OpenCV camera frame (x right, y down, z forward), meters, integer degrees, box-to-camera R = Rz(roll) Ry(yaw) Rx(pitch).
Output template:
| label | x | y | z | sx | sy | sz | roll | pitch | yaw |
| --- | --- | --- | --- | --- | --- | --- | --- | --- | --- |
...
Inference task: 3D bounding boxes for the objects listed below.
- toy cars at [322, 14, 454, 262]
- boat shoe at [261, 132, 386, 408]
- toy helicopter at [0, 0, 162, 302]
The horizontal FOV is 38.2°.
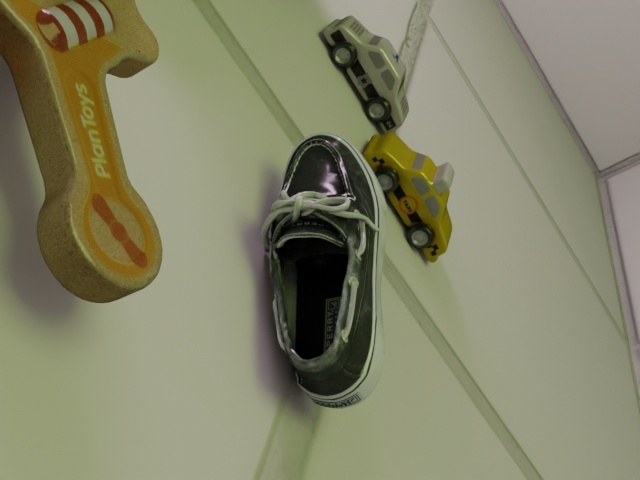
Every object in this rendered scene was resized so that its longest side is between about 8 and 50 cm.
| label | x | y | z | sx | sy | sz | roll | pitch | yaw |
| --- | --- | --- | --- | --- | --- | --- | --- | --- | --- |
| toy cars | 0.115 | -0.163 | 1.315 | 0.176 | 0.087 | 0.393 | 23 | 45 | -56 |
| boat shoe | -0.004 | 0.001 | 0.871 | 0.105 | 0.113 | 0.306 | 57 | 29 | -50 |
| toy helicopter | -0.189 | -0.129 | 0.611 | 0.235 | 0.140 | 0.355 | 7 | 61 | -60 |
